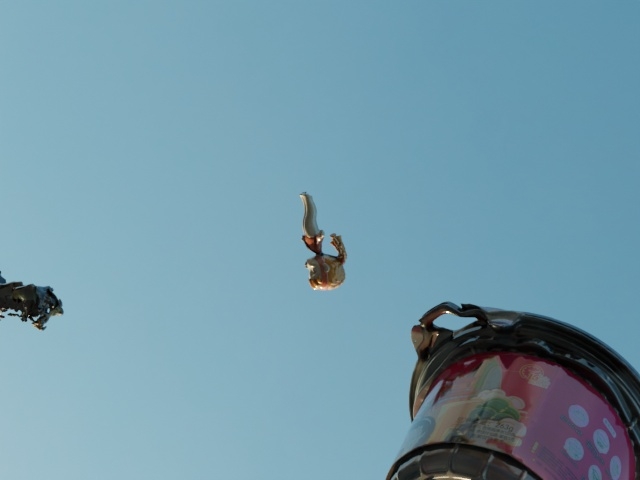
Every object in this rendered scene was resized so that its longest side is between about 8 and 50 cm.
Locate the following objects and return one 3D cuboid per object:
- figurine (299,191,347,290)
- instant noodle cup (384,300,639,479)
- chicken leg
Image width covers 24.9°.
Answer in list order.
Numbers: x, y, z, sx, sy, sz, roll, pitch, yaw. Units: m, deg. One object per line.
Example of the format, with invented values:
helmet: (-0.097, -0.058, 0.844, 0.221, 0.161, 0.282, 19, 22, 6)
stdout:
figurine: (0.000, 0.000, 1.565, 0.064, 0.047, 0.109, -151, -134, -80)
instant noodle cup: (0.168, 0.217, 1.304, 0.302, 0.181, 0.258, 40, -50, 1)
chicken leg: (-0.327, 0.028, 1.348, 0.253, 0.051, 0.106, 31, -54, 33)
